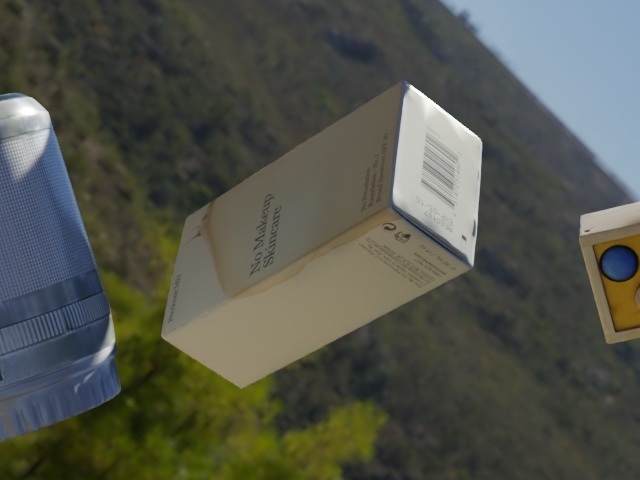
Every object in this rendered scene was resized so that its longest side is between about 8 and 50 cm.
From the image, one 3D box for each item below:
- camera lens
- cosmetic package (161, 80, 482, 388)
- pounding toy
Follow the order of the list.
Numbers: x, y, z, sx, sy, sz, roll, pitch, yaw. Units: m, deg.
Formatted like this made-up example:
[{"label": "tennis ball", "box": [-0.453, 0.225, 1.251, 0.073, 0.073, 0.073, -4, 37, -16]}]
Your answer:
[{"label": "camera lens", "box": [-0.298, 0.024, 1.473, 0.219, 0.219, 0.274, -72, 145, -86]}, {"label": "cosmetic package", "box": [0.000, 0.000, 1.669, 0.113, 0.309, 0.160, 35, 43, -30]}, {"label": "pounding toy", "box": [0.322, 0.041, 1.672, 0.100, 0.130, 0.141, -61, 136, -70]}]
